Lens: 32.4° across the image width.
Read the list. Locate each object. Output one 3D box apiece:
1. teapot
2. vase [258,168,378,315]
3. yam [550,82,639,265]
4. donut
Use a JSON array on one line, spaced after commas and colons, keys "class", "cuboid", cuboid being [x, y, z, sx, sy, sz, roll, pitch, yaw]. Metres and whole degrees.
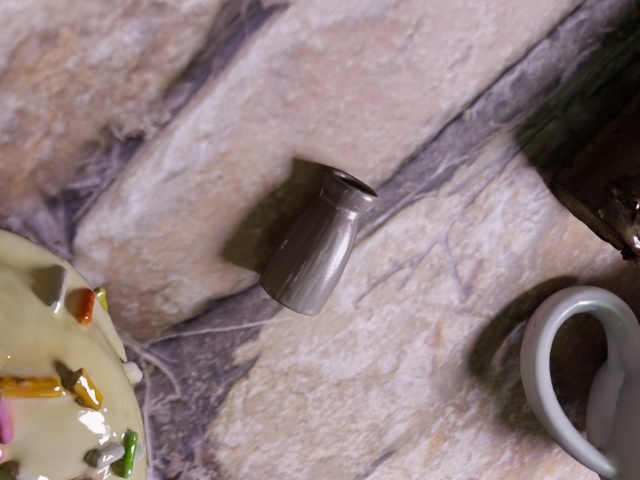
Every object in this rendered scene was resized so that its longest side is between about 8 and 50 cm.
[{"class": "teapot", "cuboid": [0.378, 0.144, 1.021, 0.424, 0.252, 0.279, 15, 81, -13]}, {"class": "vase", "cuboid": [0.000, 0.000, 0.800, 0.053, 0.053, 0.100, 18, 108, -38]}, {"class": "yam", "cuboid": [0.319, -0.102, 0.865, 0.279, 0.131, 0.131, -46, 133, 8]}, {"class": "donut", "cuboid": [-0.250, 0.153, 0.680, 0.307, 0.150, 0.371, -15, 122, -26]}]
